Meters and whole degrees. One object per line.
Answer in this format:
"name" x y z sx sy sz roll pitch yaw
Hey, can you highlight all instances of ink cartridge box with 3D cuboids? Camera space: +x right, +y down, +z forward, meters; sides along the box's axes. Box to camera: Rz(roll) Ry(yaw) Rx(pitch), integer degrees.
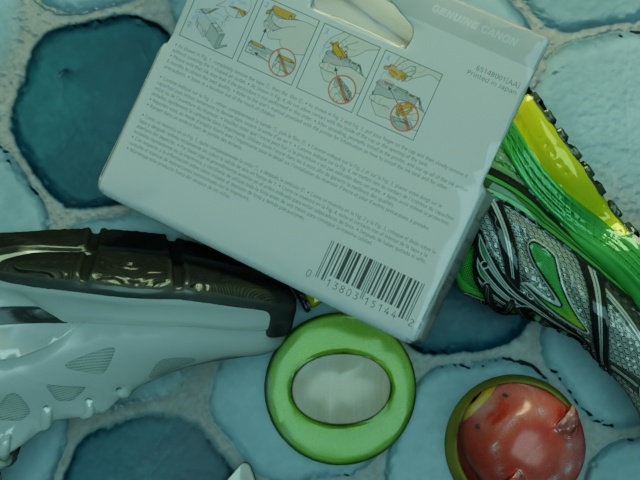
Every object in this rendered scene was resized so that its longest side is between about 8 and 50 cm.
"ink cartridge box" 0.004 -0.095 1.233 0.296 0.066 0.261 26 93 14

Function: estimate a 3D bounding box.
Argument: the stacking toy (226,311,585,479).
"stacking toy" 0.052 0.211 1.243 0.279 0.130 0.309 30 85 2

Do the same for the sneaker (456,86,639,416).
"sneaker" 0.202 0.035 1.275 0.146 0.134 0.344 -36 77 3

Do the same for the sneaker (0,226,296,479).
"sneaker" -0.246 0.130 1.261 0.447 0.169 0.258 1 103 -6

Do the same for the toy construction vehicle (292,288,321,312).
"toy construction vehicle" 0.000 0.000 1.314 0.086 0.035 0.098 -32 83 8

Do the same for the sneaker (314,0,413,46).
"sneaker" -0.023 -0.177 1.289 0.290 0.106 0.123 33 83 1
